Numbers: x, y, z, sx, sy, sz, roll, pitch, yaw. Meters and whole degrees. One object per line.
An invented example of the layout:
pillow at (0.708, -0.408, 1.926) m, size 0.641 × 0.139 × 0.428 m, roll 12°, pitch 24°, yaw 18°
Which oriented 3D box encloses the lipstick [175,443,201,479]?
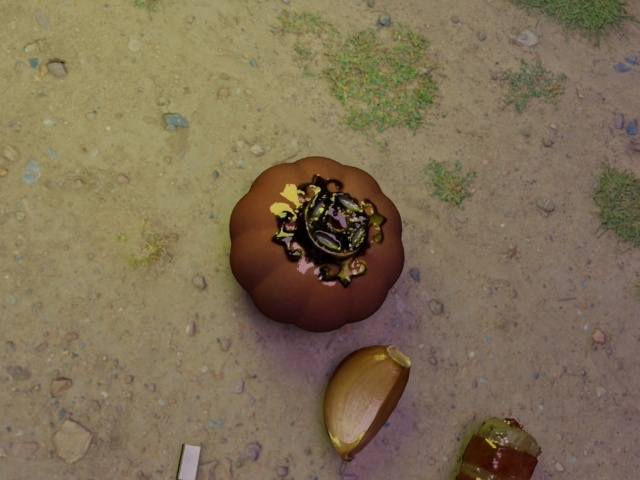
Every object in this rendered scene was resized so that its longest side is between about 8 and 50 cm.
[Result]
lipstick at (-0.216, 0.391, 1.285) m, size 0.030 × 0.030 × 0.129 m, roll 12°, pitch 72°, yaw -13°

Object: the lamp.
lamp at (0.000, 0.000, 1.346) m, size 0.305 × 0.239 × 0.305 m, roll 4°, pitch 75°, yaw -15°

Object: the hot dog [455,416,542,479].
hot dog at (0.298, 0.409, 1.401) m, size 0.146 × 0.103 × 0.213 m, roll 37°, pitch 76°, yaw -27°

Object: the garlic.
garlic at (0.073, 0.277, 1.364) m, size 0.115 × 0.128 × 0.206 m, roll 48°, pitch 63°, yaw -47°
